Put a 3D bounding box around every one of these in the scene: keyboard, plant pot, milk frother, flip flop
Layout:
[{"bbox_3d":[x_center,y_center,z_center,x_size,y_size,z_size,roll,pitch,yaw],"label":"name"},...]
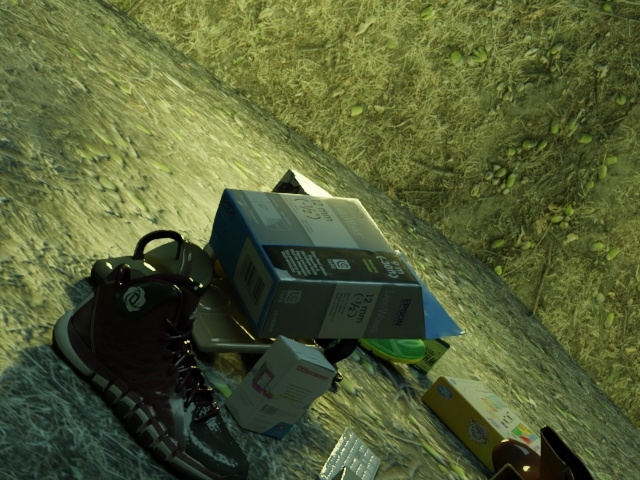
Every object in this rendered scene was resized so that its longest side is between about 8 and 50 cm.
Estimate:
[{"bbox_3d":[0.042,0.318,1.664,0.072,0.014,0.256,41,11,4],"label":"keyboard"},{"bbox_3d":[0.314,0.429,1.969,0.081,0.081,0.083,45,-2,27],"label":"plant pot"},{"bbox_3d":[0.022,0.151,1.933,0.143,0.135,0.129,18,45,-58],"label":"milk frother"},{"bbox_3d":[-0.227,0.027,1.690,0.112,0.080,0.277,26,12,18],"label":"flip flop"}]

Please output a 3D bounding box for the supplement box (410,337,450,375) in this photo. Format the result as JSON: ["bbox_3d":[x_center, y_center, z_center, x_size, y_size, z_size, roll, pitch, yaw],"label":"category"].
[{"bbox_3d":[0.213,0.216,2.460,0.056,0.083,0.083,35,13,-17],"label":"supplement box"}]

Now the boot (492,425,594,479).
[{"bbox_3d":[0.366,0.388,1.991,0.280,0.096,0.264,73,-8,-53],"label":"boot"}]

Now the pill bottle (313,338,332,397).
[{"bbox_3d":[-0.038,0.174,1.798,0.078,0.078,0.137,31,14,-38],"label":"pill bottle"}]

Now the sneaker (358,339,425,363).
[{"bbox_3d":[0.095,0.131,2.301,0.295,0.123,0.109,39,10,-10],"label":"sneaker"}]

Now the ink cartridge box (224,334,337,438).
[{"bbox_3d":[-0.051,0.192,1.563,0.088,0.122,0.052,28,17,-49],"label":"ink cartridge box"}]

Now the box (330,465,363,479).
[{"bbox_3d":[0.066,0.369,1.233,0.232,0.127,0.148,40,11,0],"label":"box"}]

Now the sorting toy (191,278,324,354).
[{"bbox_3d":[-0.119,0.115,1.749,0.193,0.038,0.208,5,25,-30],"label":"sorting toy"}]

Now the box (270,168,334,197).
[{"bbox_3d":[0.000,0.000,2.400,0.247,0.163,0.142,34,11,-27],"label":"box"}]

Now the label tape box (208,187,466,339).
[{"bbox_3d":[0.035,0.036,1.813,0.347,0.115,0.249,2,32,-27],"label":"label tape box"}]

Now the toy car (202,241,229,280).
[{"bbox_3d":[-0.095,0.032,1.969,0.159,0.136,0.182,30,5,30],"label":"toy car"}]

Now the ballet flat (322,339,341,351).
[{"bbox_3d":[-0.033,0.123,2.080,0.188,0.070,0.070,39,10,14],"label":"ballet flat"}]

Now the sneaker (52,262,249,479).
[{"bbox_3d":[-0.157,0.135,1.328,0.281,0.162,0.106,41,11,8],"label":"sneaker"}]

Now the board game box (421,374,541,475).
[{"bbox_3d":[0.360,0.394,2.292,0.316,0.064,0.242,45,12,26],"label":"board game box"}]
